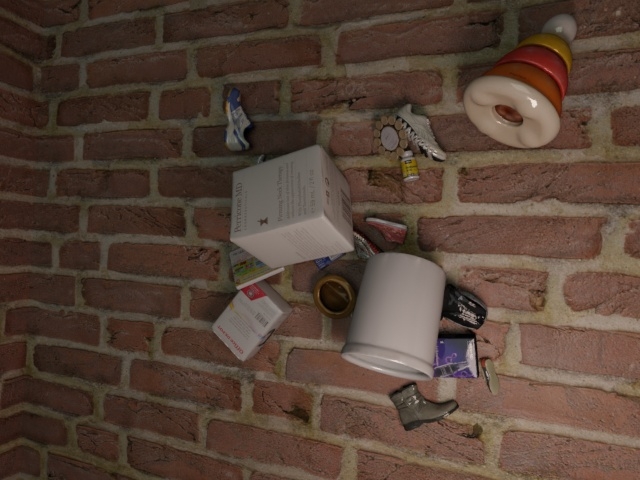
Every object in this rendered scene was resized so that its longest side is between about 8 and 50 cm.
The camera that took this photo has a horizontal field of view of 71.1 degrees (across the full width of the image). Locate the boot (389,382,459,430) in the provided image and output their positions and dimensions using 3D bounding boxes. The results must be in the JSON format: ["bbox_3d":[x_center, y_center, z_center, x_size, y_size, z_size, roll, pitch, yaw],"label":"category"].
[{"bbox_3d":[0.404,0.639,1.776,0.247,0.083,0.161,-28,73,17],"label":"boot"}]

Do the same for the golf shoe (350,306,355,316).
[{"bbox_3d":[0.236,0.373,1.849,0.120,0.105,0.272,-43,72,36],"label":"golf shoe"}]

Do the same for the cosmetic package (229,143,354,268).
[{"bbox_3d":[-0.107,-0.119,1.807,0.394,0.327,0.328,-14,62,20],"label":"cosmetic package"}]

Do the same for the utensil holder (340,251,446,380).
[{"bbox_3d":[0.279,0.277,1.640,0.328,0.327,0.384,8,67,21],"label":"utensil holder"}]

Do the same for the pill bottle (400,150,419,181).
[{"bbox_3d":[0.360,-0.302,1.820,0.065,0.065,0.116,-13,84,20],"label":"pill bottle"}]

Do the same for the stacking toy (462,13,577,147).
[{"bbox_3d":[0.770,-0.602,1.586,0.351,0.350,0.479,33,83,18],"label":"stacking toy"}]

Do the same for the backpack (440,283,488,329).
[{"bbox_3d":[0.546,0.257,1.710,0.182,0.115,0.151,26,109,19],"label":"backpack"}]

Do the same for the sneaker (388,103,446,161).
[{"bbox_3d":[0.405,-0.432,1.790,0.118,0.110,0.292,-43,75,5],"label":"sneaker"}]

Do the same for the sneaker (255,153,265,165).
[{"bbox_3d":[-0.266,-0.344,2.077,0.069,0.038,0.098,36,110,16],"label":"sneaker"}]

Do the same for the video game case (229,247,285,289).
[{"bbox_3d":[-0.287,0.093,2.000,0.227,0.026,0.206,-23,51,3],"label":"video game case"}]

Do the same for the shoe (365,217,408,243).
[{"bbox_3d":[0.265,-0.039,1.850,0.178,0.063,0.081,14,89,16],"label":"shoe"}]

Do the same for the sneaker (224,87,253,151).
[{"bbox_3d":[-0.375,-0.563,2.101,0.131,0.112,0.295,1,91,4],"label":"sneaker"}]

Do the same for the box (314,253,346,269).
[{"bbox_3d":[0.000,0.000,1.965,0.137,0.036,0.225,-33,77,17],"label":"box"}]

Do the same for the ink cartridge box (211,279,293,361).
[{"bbox_3d":[-0.308,0.351,2.025,0.226,0.131,0.306,43,104,17],"label":"ink cartridge box"}]

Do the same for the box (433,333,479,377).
[{"bbox_3d":[0.497,0.442,1.727,0.207,0.108,0.153,-6,86,21],"label":"box"}]

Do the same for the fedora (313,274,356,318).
[{"bbox_3d":[0.066,0.236,1.912,0.195,0.079,0.194,1,94,16],"label":"fedora"}]

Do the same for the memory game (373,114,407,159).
[{"bbox_3d":[0.283,-0.417,1.821,0.186,0.012,0.186,33,134,41],"label":"memory game"}]

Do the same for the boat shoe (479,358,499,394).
[{"bbox_3d":[0.641,0.517,1.706,0.043,0.049,0.136,-23,81,62],"label":"boat shoe"}]

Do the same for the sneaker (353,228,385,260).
[{"bbox_3d":[0.173,0.030,1.872,0.225,0.088,0.092,45,105,16],"label":"sneaker"}]
